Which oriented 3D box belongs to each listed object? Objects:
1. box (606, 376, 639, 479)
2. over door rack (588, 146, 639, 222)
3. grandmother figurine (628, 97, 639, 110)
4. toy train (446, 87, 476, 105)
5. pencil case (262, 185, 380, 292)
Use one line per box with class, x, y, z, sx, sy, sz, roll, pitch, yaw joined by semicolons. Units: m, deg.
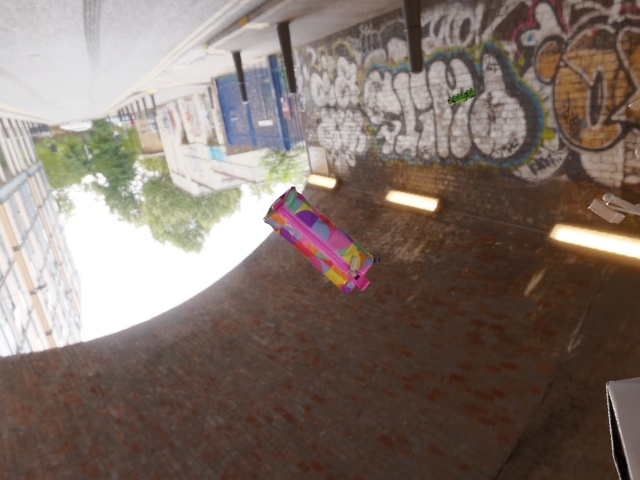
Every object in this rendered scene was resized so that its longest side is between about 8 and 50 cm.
box;0.319;0.176;0.223;0.231;0.262;0.126;-25;-152;35
over door rack;0.648;-0.158;0.881;0.324;0.239;0.108;-1;-145;-41
grandmother figurine;0.518;-0.053;0.549;0.208;0.342;0.104;-32;176;-11
toy train;0.339;-0.343;1.097;0.083;0.017;0.023;-27;-114;-18
pencil case;0.000;0.000;0.889;0.104;0.236;0.104;-49;-175;6
